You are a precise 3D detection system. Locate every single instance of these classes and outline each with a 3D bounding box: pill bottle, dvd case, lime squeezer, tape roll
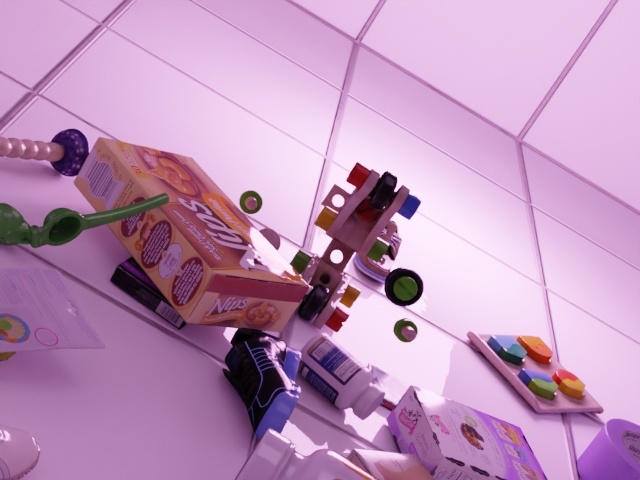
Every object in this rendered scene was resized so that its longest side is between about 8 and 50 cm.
[{"bbox_3d":[0.027,0.184,1.920,0.120,0.067,0.067,40,21,18],"label":"pill bottle"},{"bbox_3d":[0.116,0.225,2.035,0.119,0.013,0.087,29,20,-7],"label":"dvd case"},{"bbox_3d":[-0.352,-0.032,1.815,0.310,0.058,0.110,6,29,-3],"label":"lime squeezer"},{"bbox_3d":[0.491,0.363,2.181,0.189,0.080,0.189,28,21,-12],"label":"tape roll"},{"bbox_3d":[0.020,0.308,1.523,0.246,0.136,0.136,33,20,1],"label":"pill bottle"}]

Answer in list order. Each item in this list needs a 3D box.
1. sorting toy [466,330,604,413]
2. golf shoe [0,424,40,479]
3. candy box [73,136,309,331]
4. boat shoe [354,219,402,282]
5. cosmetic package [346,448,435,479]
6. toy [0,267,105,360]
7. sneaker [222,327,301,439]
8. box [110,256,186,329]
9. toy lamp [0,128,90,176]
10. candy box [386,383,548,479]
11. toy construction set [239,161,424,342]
[{"bbox_3d":[0.363,0.216,2.388,0.208,0.038,0.193,11,29,-46],"label":"sorting toy"},{"bbox_3d":[-0.331,0.184,1.364,0.176,0.086,0.069,11,28,-49],"label":"golf shoe"},{"bbox_3d":[-0.179,-0.009,1.944,0.183,0.087,0.316,9,30,-48],"label":"candy box"},{"bbox_3d":[0.101,0.011,2.429,0.066,0.066,0.183,29,20,-9],"label":"boat shoe"},{"bbox_3d":[0.085,0.297,1.784,0.115,0.041,0.060,12,28,-44],"label":"cosmetic package"},{"bbox_3d":[-0.371,0.090,1.565,0.237,0.056,0.137,4,38,-44],"label":"toy"},{"bbox_3d":[-0.078,0.177,1.775,0.090,0.081,0.232,27,14,-8],"label":"sneaker"},{"bbox_3d":[-0.203,0.056,1.931,0.116,0.029,0.162,35,21,5],"label":"box"},{"bbox_3d":[-0.430,-0.126,1.942,0.080,0.080,0.275,43,23,26],"label":"toy lamp"},{"bbox_3d":[0.202,0.295,1.921,0.196,0.070,0.165,24,22,-24],"label":"candy box"},{"bbox_3d":[0.000,0.000,2.174,0.309,0.257,0.237,7,5,-5],"label":"toy construction set"}]
